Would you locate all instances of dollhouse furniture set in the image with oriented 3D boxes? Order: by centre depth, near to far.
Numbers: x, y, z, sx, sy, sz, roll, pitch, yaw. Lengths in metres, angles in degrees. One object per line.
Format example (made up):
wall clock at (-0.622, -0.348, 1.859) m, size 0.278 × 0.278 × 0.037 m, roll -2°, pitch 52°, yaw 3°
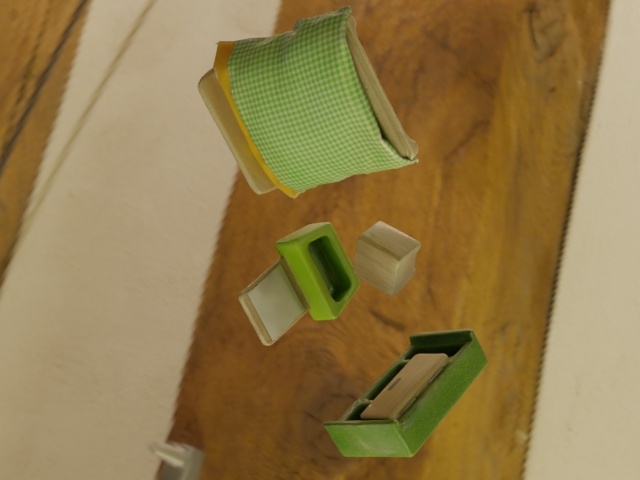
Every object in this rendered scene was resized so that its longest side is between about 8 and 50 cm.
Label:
dollhouse furniture set at (0.000, 0.000, 0.487) m, size 0.076 × 0.151 × 0.058 m, roll -9°, pitch -155°, yaw 47°
